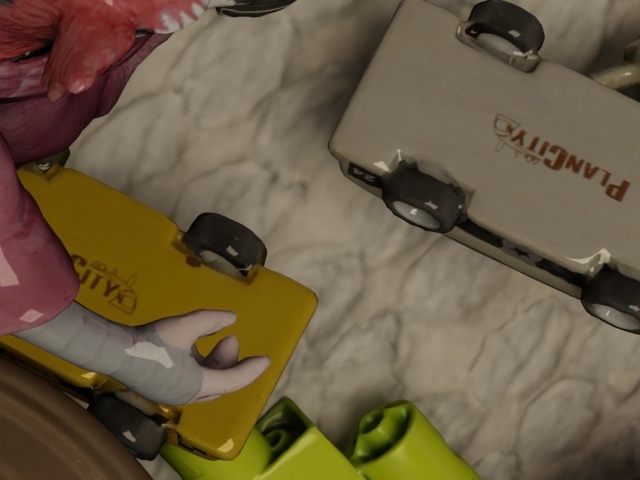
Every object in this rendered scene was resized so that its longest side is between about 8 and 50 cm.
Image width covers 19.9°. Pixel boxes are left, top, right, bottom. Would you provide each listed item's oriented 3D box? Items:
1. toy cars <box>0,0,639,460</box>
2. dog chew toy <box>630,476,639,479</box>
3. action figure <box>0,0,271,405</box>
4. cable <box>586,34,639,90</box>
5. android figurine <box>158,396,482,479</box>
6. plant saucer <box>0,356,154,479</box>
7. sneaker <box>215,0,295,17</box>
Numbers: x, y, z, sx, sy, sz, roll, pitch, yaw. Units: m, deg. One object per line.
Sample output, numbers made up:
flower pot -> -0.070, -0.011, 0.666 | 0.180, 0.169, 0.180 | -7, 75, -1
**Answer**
toy cars -> 0.000, 0.000, 0.782 | 0.393, 0.087, 0.176 | -13, 75, -6
dog chew toy -> 0.258, 0.179, 0.894 | 0.332, 0.206, 0.207 | -24, 112, -22
action figure -> -0.094, -0.107, 0.564 | 0.275, 0.370, 0.248 | 27, 92, -10
cable -> 0.259, -0.096, 0.875 | 0.287, 0.072, 0.139 | -33, 115, -7
android figurine -> -0.018, 0.193, 0.871 | 0.248, 0.056, 0.273 | -41, 113, -5
plant saucer -> -0.172, 0.173, 0.733 | 0.278, 0.041, 0.278 | 4, 103, 16
sneaker -> 0.027, -0.155, 0.773 | 0.178, 0.077, 0.072 | -35, 112, -7
